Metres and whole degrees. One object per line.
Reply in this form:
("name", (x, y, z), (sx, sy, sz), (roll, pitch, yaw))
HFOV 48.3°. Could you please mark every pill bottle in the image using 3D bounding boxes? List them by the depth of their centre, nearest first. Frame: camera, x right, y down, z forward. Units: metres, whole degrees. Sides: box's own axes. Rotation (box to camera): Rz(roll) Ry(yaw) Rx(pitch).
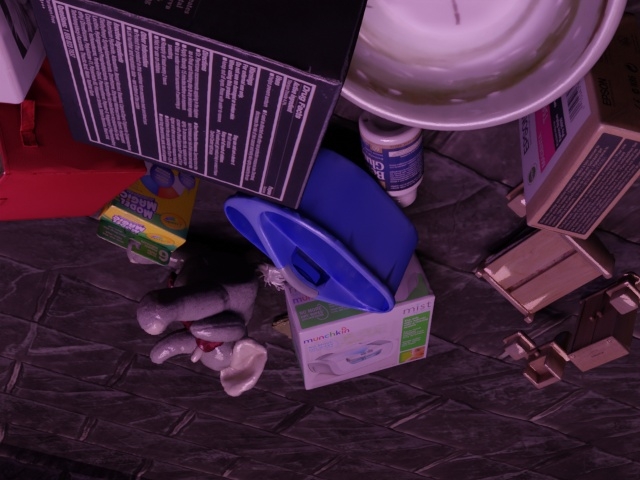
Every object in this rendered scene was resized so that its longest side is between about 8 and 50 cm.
("pill bottle", (0.112, -0.128, 1.100), (0.094, 0.094, 0.169), (0, 142, 10))

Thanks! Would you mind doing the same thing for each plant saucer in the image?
("plant saucer", (0.142, -0.311, 0.822), (0.400, 0.101, 0.400), (12, 139, 11))

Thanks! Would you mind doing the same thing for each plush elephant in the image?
("plush elephant", (-0.224, 0.150, 1.380), (0.330, 0.272, 0.255), (-1, 122, -29))

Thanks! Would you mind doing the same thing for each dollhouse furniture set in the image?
("dollhouse furniture set", (0.412, 0.059, 1.333), (0.355, 0.174, 0.303), (43, 135, -5))

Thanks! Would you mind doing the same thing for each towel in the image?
("towel", (-0.026, 0.187, 1.593), (0.148, 0.027, 0.110), (-25, 133, 34))

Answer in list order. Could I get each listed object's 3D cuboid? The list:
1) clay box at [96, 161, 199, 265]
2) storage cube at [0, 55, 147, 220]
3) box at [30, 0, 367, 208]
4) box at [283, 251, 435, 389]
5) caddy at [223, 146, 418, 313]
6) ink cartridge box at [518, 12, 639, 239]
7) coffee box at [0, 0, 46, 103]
("clay box", (-0.260, -0.080, 1.115), (0.127, 0.222, 0.053), (27, 139, -29))
("storage cube", (-0.375, -0.140, 0.960), (0.193, 0.184, 0.215), (-6, 166, -45))
("box", (-0.120, -0.205, 0.786), (0.294, 0.183, 0.296), (18, 158, -4))
("box", (0.074, 0.154, 1.393), (0.261, 0.127, 0.231), (-13, 143, -8))
("caddy", (0.000, 0.000, 1.154), (0.241, 0.179, 0.341), (10, 154, 48))
("ink cartridge box", (0.335, -0.153, 0.916), (0.088, 0.235, 0.193), (12, 142, -6))
("coffee box", (-0.427, -0.379, 0.660), (0.337, 0.338, 0.334), (6, 142, 1))
